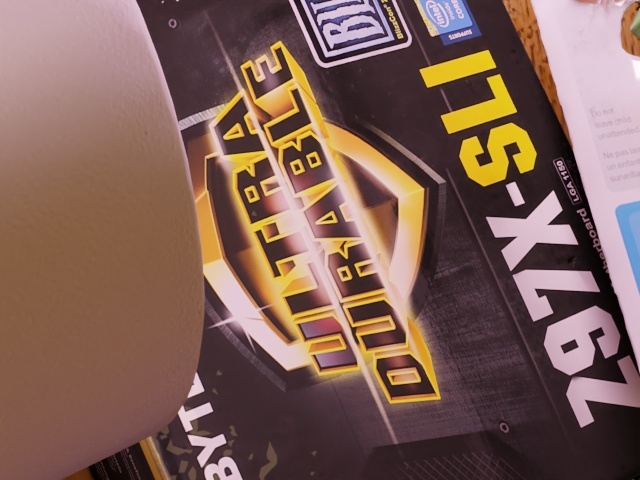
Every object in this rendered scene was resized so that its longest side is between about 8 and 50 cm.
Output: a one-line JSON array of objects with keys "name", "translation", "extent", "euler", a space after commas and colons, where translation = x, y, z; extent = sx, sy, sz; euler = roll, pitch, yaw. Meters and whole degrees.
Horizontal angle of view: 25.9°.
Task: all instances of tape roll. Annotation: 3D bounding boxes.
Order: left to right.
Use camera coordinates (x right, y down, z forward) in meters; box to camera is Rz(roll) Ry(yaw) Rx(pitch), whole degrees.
[{"name": "tape roll", "translation": [-0.171, -0.015, 0.438], "extent": [0.169, 0.246, 0.246], "euler": [-24, 84, -31]}]

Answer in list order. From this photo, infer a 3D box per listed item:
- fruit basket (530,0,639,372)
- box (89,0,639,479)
[{"name": "fruit basket", "translation": [0.264, -0.118, 0.662], "extent": [0.327, 0.165, 0.353], "euler": [-8, 71, -8]}, {"name": "box", "translation": [0.000, 0.000, 0.617], "extent": [0.257, 0.079, 0.322], "euler": [-19, 81, -32]}]
